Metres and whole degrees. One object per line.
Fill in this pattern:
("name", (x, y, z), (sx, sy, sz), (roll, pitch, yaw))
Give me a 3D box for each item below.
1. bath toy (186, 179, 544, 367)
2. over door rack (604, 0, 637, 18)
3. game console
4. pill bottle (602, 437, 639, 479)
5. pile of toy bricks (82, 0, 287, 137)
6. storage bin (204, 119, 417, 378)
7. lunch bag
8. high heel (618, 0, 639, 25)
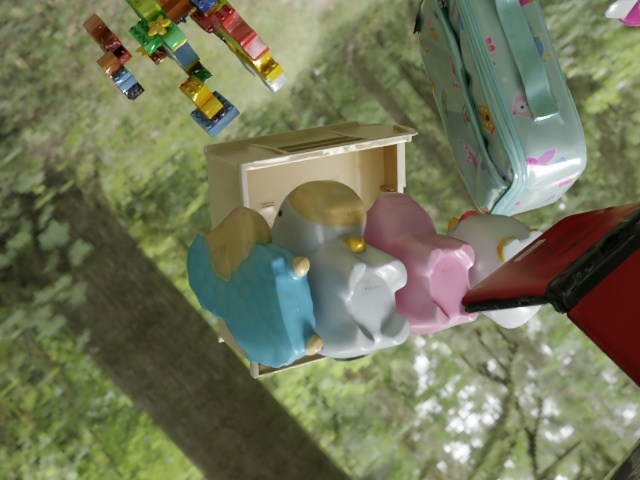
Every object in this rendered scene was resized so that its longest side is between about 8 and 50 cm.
("bath toy", (0.058, 0.023, 0.996), (0.348, 0.151, 0.129), (-3, 178, -42))
("over door rack", (0.127, -0.281, 0.737), (0.324, 0.108, 0.239), (2, 140, -30))
("game console", (0.187, 0.038, 0.742), (0.124, 0.085, 0.144), (-13, -166, 48))
("pill bottle", (0.176, 0.227, 0.536), (0.361, 0.204, 0.204), (-56, 180, 18))
("pile of toy bricks", (-0.135, -0.179, 0.950), (0.118, 0.212, 0.105), (-43, 141, -5))
("storage bin", (0.000, 0.000, 1.404), (0.260, 0.262, 0.123), (-12, -160, -27))
("lunch bag", (0.188, -0.174, 1.229), (0.108, 0.279, 0.224), (-18, 170, -3))
("high heel", (0.472, -0.345, 1.162), (0.377, 0.127, 0.181), (-46, -151, 13))
